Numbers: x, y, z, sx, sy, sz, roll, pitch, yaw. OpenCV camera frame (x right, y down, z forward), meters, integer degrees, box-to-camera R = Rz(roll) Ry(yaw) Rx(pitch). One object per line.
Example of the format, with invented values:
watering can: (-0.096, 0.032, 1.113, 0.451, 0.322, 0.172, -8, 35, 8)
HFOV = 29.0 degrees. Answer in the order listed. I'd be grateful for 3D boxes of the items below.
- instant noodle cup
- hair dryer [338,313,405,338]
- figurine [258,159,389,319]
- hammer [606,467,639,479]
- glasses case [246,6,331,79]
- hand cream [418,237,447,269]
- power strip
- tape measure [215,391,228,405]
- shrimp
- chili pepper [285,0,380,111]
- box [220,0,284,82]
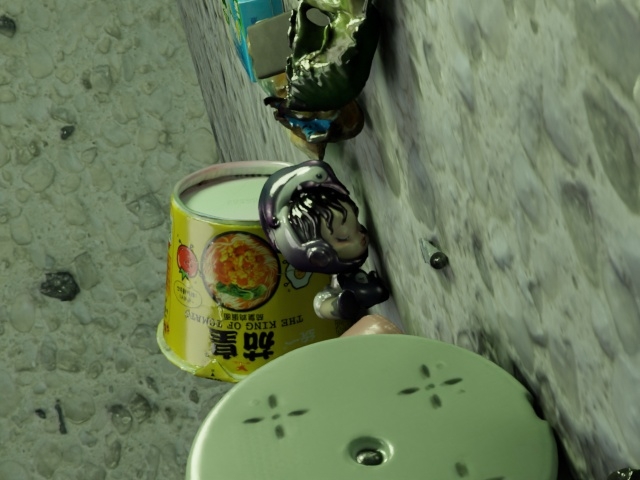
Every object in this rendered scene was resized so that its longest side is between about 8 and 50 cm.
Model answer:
instant noodle cup: (-0.100, 0.035, 1.922, 0.325, 0.325, 0.254, -121, 28, -61)
hair dryer: (0.102, 0.280, 1.533, 0.352, 0.210, 0.125, 46, 164, 15)
figurine: (0.000, 0.000, 1.690, 0.145, 0.145, 0.222, 162, 87, -81)
hammer: (0.254, 0.270, 0.927, 0.078, 0.021, 0.201, 114, 141, -77)
glasses case: (-0.024, -0.245, 1.500, 0.190, 0.042, 0.072, -6, 92, 56)
hand cream: (0.124, 0.017, 1.363, 0.093, 0.019, 0.030, -116, 10, -81)
power strip: (0.039, 0.250, 1.145, 0.357, 0.357, 0.161, -117, 17, -53)
tape measure: (-0.031, 0.362, 2.155, 0.138, 0.259, 0.262, 85, 162, -52)
shrimp: (-0.030, -0.193, 1.710, 0.446, 0.110, 0.221, -123, 14, -74)
chili pepper: (0.010, -0.257, 1.324, 0.148, 0.116, 0.264, 24, 136, 24)
box: (-0.108, -0.357, 1.994, 0.194, 0.073, 0.139, -119, 16, -58)
